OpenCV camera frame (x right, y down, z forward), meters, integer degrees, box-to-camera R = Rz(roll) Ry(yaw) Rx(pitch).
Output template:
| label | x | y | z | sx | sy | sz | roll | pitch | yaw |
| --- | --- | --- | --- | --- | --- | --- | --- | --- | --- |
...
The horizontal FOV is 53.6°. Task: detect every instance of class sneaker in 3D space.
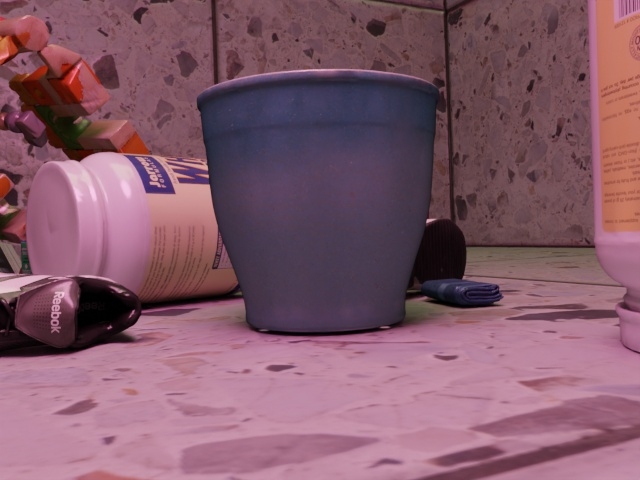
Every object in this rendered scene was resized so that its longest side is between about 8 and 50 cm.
| label | x | y | z | sx | sy | sz | roll | pitch | yaw |
| --- | --- | --- | --- | --- | --- | --- | --- | --- | --- |
| sneaker | -0.276 | 0.067 | 0.599 | 0.234 | 0.078 | 0.106 | 0 | -3 | -41 |
| sneaker | 0.109 | 0.026 | 1.010 | 0.146 | 0.123 | 0.330 | 1 | 2 | 44 |

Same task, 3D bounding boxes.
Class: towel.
| label | x | y | z | sx | sy | sz | roll | pitch | yaw |
| --- | --- | --- | --- | --- | --- | --- | --- | --- | --- |
| towel | 0.191 | 0.072 | 0.873 | 0.067 | 0.029 | 0.119 | -2 | 1 | -17 |

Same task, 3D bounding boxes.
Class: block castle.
| label | x | y | z | sx | sy | sz | roll | pitch | yaw |
| --- | --- | --- | --- | --- | --- | --- | --- | --- | --- |
| block castle | -0.510 | -0.138 | 1.112 | 0.212 | 0.453 | 0.303 | 7 | 51 | 37 |

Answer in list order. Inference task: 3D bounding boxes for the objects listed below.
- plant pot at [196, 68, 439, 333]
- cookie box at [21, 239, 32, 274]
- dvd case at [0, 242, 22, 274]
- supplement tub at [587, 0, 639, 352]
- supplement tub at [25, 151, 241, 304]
| label | x | y | z | sx | sy | sz | roll | pitch | yaw |
| --- | --- | --- | --- | --- | --- | --- | --- | --- | --- |
| plant pot | 0.000 | -0.033 | 0.720 | 0.271 | 0.256 | 0.271 | -1 | 1 | 0 |
| cookie box | -0.432 | 0.052 | 1.027 | 0.040 | 0.107 | 0.091 | -1 | 1 | 38 |
| dvd case | -0.698 | 0.040 | 1.223 | 0.238 | 0.030 | 0.179 | 14 | 18 | -46 |
| supplement tub | 0.343 | -0.080 | 0.501 | 0.240 | 0.332 | 0.241 | -2 | 1 | 0 |
| supplement tub | -0.265 | -0.017 | 1.005 | 0.324 | 0.236 | 0.235 | -3 | 1 | -44 |
